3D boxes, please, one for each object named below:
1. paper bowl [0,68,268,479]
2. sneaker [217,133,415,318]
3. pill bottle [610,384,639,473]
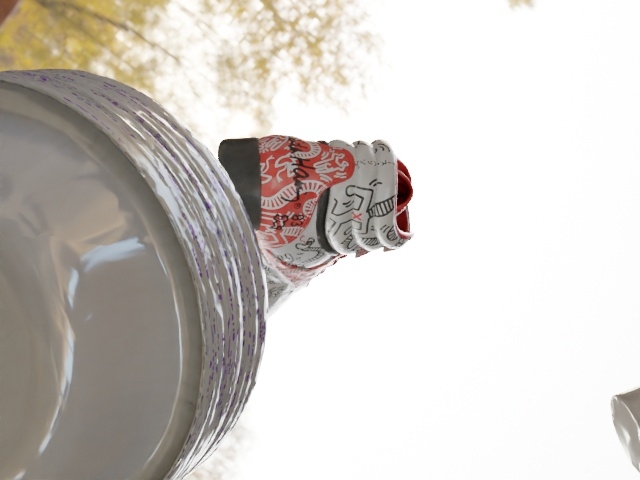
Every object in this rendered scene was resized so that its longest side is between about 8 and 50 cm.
[{"bbox_3d":[-0.186,0.043,0.621,0.284,0.284,0.148,-44,173,25],"label":"paper bowl"},{"bbox_3d":[0.000,0.001,0.843,0.270,0.144,0.090,89,-1,-66],"label":"sneaker"},{"bbox_3d":[0.467,0.191,1.227,0.229,0.131,0.131,-19,-157,-4],"label":"pill bottle"}]
